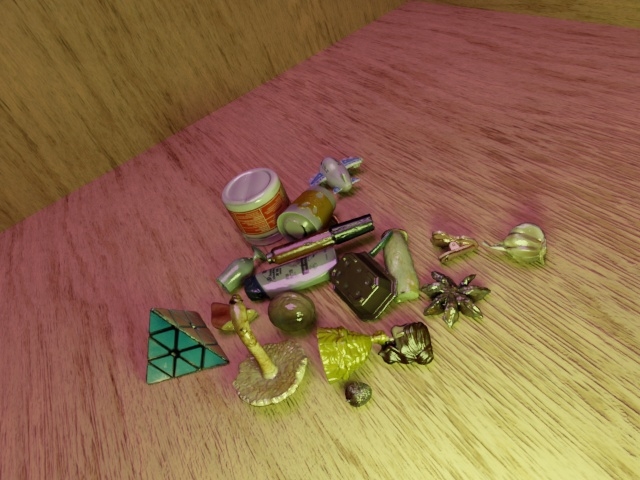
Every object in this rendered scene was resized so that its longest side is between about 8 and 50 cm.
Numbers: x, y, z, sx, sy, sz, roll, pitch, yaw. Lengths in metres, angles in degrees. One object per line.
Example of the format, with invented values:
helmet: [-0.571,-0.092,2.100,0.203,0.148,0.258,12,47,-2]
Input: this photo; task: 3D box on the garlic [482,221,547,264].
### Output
garlic: [0.617,0.008,1.442,0.194,0.131,0.127,-1,63,35]

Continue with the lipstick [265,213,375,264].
lipstick: [0.000,0.000,1.694,0.419,0.077,0.077,-20,40,0]

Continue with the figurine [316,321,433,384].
figurine: [0.159,0.299,1.319,0.316,0.187,0.168,-13,37,1]

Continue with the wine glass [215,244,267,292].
wine glass: [-0.311,0.113,1.788,0.093,0.092,0.202,23,58,41]

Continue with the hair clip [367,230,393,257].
hair clip: [0.172,0.051,1.605,0.230,0.039,0.070,-40,36,16]

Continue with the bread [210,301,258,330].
bread: [-0.332,0.279,1.638,0.193,0.067,0.119,7,42,30]

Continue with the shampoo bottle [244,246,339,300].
shampoo bottle: [-0.102,0.134,1.674,0.360,0.078,0.134,-19,40,6]

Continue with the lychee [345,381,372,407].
lychee: [0.104,0.428,1.268,0.084,0.068,0.067,-15,68,-17]

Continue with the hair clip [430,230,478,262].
hair clip: [0.447,0.004,1.532,0.138,0.123,0.102,-24,69,9]

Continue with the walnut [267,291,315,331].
walnut: [-0.097,0.236,1.520,0.162,0.140,0.140,-13,40,28]

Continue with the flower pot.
flower pot: [0.125,0.136,1.505,0.178,0.084,0.251,-51,45,6]

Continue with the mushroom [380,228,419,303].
mushroom: [0.268,0.074,1.561,0.100,0.081,0.312,-19,42,16]

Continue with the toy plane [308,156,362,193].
toy plane: [0.069,-0.294,2.024,0.267,0.122,0.266,-15,38,12]

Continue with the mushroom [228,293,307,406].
mushroom: [-0.204,0.350,1.350,0.208,0.302,0.233,-46,18,26]

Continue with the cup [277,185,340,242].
cup: [-0.022,-0.086,1.825,0.241,0.185,0.226,29,50,4]

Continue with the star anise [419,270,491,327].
star anise: [0.401,0.177,1.386,0.213,0.073,0.196,4,54,25]

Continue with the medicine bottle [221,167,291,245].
medicine bottle: [-0.257,-0.145,1.926,0.253,0.240,0.252,-13,41,12]

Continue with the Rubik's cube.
Rubik's cube: [-0.479,0.348,1.575,0.229,0.233,0.228,-4,72,-34]
